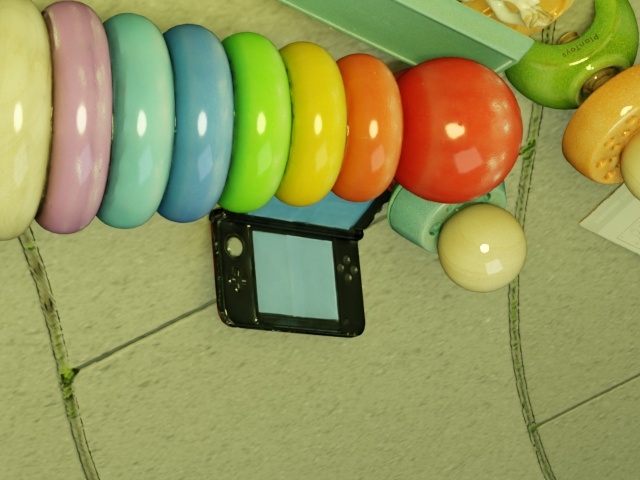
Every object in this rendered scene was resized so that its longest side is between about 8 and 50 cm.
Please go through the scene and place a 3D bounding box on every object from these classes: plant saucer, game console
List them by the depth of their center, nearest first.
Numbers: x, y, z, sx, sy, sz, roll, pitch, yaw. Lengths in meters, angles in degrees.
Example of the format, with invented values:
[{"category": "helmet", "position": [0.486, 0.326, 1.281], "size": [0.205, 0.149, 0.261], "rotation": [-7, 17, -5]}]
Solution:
[{"category": "plant saucer", "position": [0.034, -0.139, 1.093], "size": [0.192, 0.018, 0.067], "rotation": [22, 152, -25]}, {"category": "game console", "position": [0.000, 0.000, 1.310], "size": [0.144, 0.124, 0.085], "rotation": [8, 161, -43]}]

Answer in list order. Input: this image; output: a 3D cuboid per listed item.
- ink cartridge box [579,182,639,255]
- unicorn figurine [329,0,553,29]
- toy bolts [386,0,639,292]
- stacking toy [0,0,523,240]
[{"category": "ink cartridge box", "position": [0.353, -0.044, 1.561], "size": [0.225, 0.056, 0.181], "rotation": [25, 124, -31]}, {"category": "unicorn figurine", "position": [0.096, -0.176, 1.121], "size": [0.060, 0.111, 0.162], "rotation": [-7, 126, -61]}, {"category": "toy bolts", "position": [0.138, -0.077, 1.211], "size": [0.228, 0.158, 0.218], "rotation": [-33, 148, 3]}, {"category": "stacking toy", "position": [-0.036, -0.064, 1.059], "size": [0.330, 0.141, 0.141], "rotation": [2, 141, -17]}]
